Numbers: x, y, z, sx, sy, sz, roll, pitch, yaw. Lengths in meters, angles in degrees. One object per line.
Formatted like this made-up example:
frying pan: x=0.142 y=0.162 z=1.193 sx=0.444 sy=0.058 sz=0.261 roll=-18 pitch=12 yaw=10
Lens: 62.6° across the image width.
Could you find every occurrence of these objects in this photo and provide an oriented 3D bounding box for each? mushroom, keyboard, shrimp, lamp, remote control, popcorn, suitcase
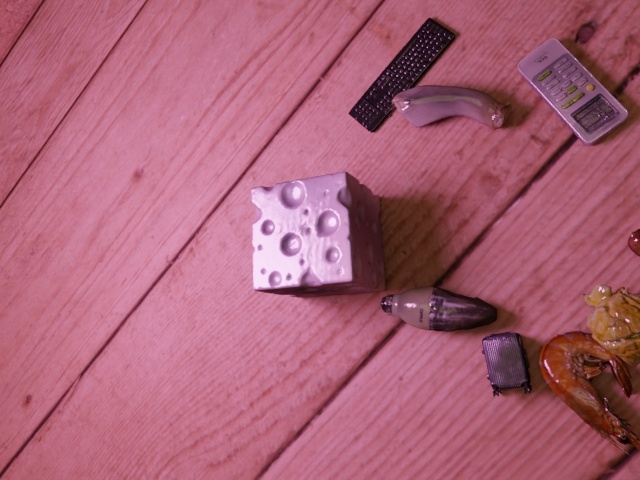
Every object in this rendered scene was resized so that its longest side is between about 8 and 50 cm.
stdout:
mushroom: x=0.299 y=-0.311 z=1.224 sx=0.278 sy=0.099 sz=0.096 roll=8 pitch=90 yaw=22
keyboard: x=0.203 y=-0.413 z=1.325 sx=0.309 sy=0.018 sz=0.101 roll=-48 pitch=65 yaw=10
shrimp: x=0.540 y=0.290 z=1.027 sx=0.150 sy=0.068 sz=0.248 roll=-33 pitch=64 yaw=11
lamp: x=0.258 y=0.151 z=1.158 sx=0.250 sy=0.101 sz=0.101 roll=4 pitch=83 yaw=23
remote control: x=0.543 y=-0.325 z=1.144 sx=0.103 sy=0.034 sz=0.250 roll=-36 pitch=69 yaw=15
popcorn: x=0.579 y=0.154 z=0.990 sx=0.141 sy=0.135 sz=0.162 roll=-19 pitch=73 yaw=27
suitcase: x=0.389 y=0.256 z=1.101 sx=0.086 sy=0.059 sz=0.126 roll=-13 pitch=76 yaw=21

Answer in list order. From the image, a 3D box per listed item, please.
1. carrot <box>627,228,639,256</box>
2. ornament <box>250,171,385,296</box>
carrot: x=0.699 y=0.059 z=0.996 sx=0.248 sy=0.059 sz=0.059 roll=40 pitch=99 yaw=21
ornament: x=0.000 y=0.000 z=1.227 sx=0.239 sy=0.240 sz=0.239 roll=-7 pitch=78 yaw=22
